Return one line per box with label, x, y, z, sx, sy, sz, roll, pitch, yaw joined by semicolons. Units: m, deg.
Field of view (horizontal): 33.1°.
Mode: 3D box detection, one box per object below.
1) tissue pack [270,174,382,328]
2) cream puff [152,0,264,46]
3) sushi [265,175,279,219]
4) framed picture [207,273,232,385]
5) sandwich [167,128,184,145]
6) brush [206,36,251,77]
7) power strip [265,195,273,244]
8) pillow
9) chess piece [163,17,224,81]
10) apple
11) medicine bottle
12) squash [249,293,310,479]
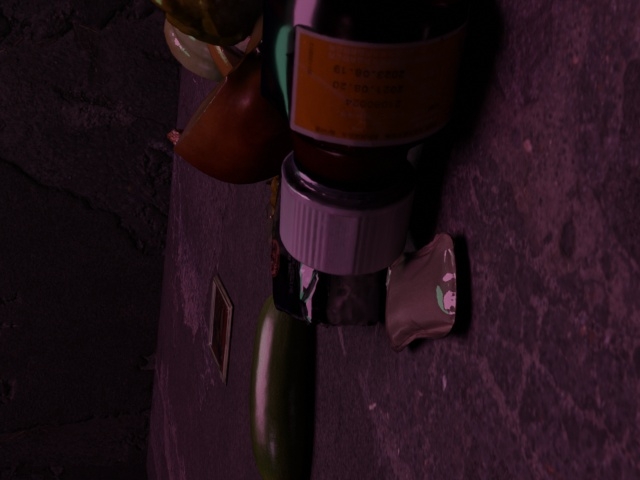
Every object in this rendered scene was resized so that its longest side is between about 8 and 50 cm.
tissue pack;0.000;0.000;1.633;0.332;0.123;0.244;-174;84;-75
cream puff;-0.180;-0.490;1.826;0.274;0.323;0.269;-42;67;13
sushi;-0.042;-0.078;1.866;0.097;0.103;0.226;11;97;48
framed picture;-0.261;0.225;2.779;0.273;0.016;0.216;-133;48;-70
sandwich;-0.291;-0.226;2.724;0.235;0.159;0.079;39;122;47
brush;-0.108;-0.371;2.049;0.166;0.174;0.266;-9;100;66
power strip;-0.061;-0.077;2.040;0.268;0.034;0.092;124;146;-63
pillow;0.122;0.065;1.324;0.233;0.038;0.130;143;132;-70
chess piece;-0.176;-0.551;2.216;0.442;0.234;0.234;121;149;-55
apple;-0.083;-0.253;1.661;0.365;0.295;0.328;-168;74;-77
medicine bottle;0.038;-0.158;1.301;0.242;0.243;0.395;-104;17;-47
squash;-0.070;0.252;1.891;0.107;0.107;0.394;172;101;-75
